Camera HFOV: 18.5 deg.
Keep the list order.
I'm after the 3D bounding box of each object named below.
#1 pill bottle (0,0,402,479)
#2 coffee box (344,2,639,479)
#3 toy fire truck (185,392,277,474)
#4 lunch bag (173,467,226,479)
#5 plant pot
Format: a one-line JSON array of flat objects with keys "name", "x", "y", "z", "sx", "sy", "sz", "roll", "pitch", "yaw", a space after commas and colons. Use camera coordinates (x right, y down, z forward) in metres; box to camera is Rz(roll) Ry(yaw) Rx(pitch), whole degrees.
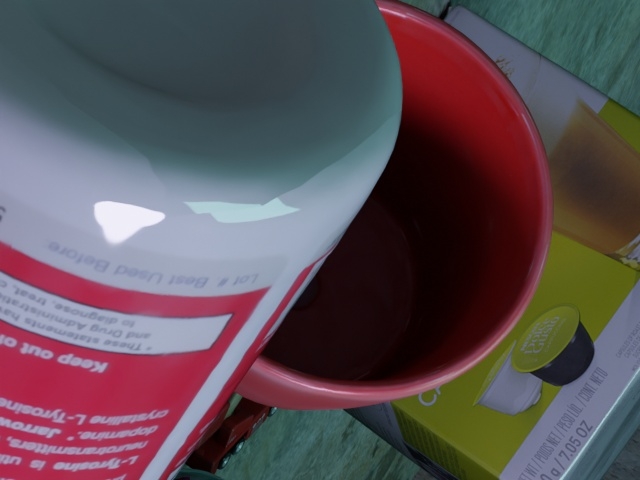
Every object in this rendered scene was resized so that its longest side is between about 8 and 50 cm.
[{"name": "pill bottle", "x": -0.151, "y": 0.031, "z": 0.869, "sx": 0.229, "sy": 0.229, "sz": 0.408, "roll": -39, "pitch": 167, "yaw": -51}, {"name": "coffee box", "x": 0.170, "y": 0.047, "z": 1.850, "sx": 0.338, "sy": 0.334, "sz": 0.338, "roll": -53, "pitch": 165, "yaw": -8}, {"name": "toy fire truck", "x": -0.085, "y": 0.148, "z": 1.817, "sx": 0.192, "sy": 0.047, "sz": 0.135, "roll": -44, "pitch": 161, "yaw": -43}, {"name": "lunch bag", "x": -0.071, "y": 0.314, "z": 1.797, "sx": 0.160, "sy": 0.262, "sz": 0.223, "roll": -52, "pitch": 165, "yaw": -6}, {"name": "plant pot", "x": 0.000, "y": 0.000, "z": 1.352, "sx": 0.275, "sy": 0.275, "sz": 0.243, "roll": -51, "pitch": 177, "yaw": -19}]
